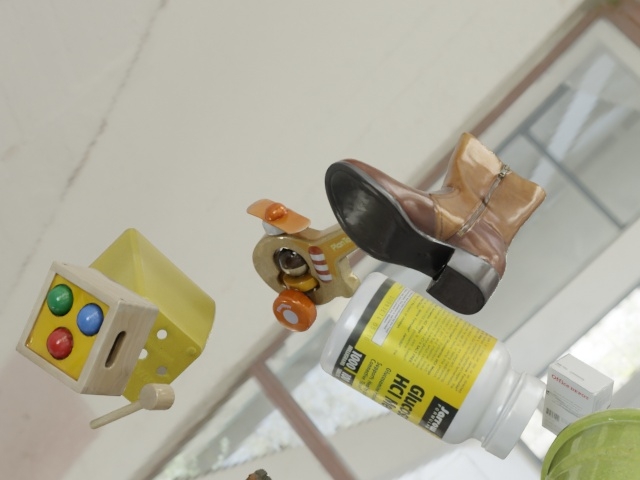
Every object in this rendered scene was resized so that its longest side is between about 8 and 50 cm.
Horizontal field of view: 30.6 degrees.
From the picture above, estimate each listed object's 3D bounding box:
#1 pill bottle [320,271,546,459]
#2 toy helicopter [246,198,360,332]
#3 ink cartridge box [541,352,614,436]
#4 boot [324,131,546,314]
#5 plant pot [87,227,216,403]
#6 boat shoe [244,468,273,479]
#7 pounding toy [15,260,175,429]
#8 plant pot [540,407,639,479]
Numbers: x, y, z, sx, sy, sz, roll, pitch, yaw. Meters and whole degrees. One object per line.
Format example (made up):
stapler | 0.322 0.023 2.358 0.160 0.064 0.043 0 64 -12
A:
pill bottle | 0.183 0.208 1.884 0.188 0.334 0.188 -58 -10 -16
toy helicopter | 0.000 0.000 2.055 0.355 0.235 0.140 -30 14 47
ink cartridge box | 0.425 0.270 1.937 0.056 0.099 0.135 -26 -48 -32
boot | 0.158 -0.071 1.523 0.280 0.264 0.096 -55 -2 -46
plant pot | -0.298 0.145 1.900 0.212 0.212 0.187 -44 24 3
boat shoe | -0.098 0.488 1.844 0.119 0.122 0.324 -24 -41 -19
pounding toy | -0.280 0.152 1.465 0.094 0.206 0.181 17 -82 -59
plant pot | 0.298 0.351 1.160 0.254 0.276 0.276 -40 -14 -46
